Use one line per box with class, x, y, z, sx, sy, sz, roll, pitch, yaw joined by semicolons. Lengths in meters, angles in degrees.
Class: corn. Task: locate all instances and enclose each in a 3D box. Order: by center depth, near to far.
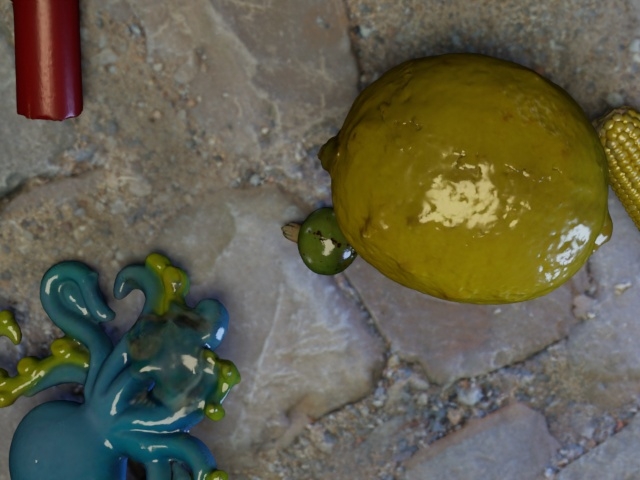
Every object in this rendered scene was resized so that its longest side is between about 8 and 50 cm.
corn;0.365;-0.034;1.763;0.081;0.081;0.248;-33;104;14

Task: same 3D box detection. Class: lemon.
lemon;0.151;-0.061;1.683;0.284;0.260;0.261;19;111;19

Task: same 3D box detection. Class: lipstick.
lipstick;-0.283;-0.264;1.740;0.073;0.073;0.280;3;110;4

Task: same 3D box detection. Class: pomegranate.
pomegranate;0.002;0.003;1.817;0.084;0.073;0.073;-13;112;48

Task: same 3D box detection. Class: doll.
doll;-0.229;0.188;1.841;0.341;0.099;0.346;-40;71;2

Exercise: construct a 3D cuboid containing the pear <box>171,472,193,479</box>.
pear;-0.170;0.368;1.890;0.187;0.187;0.220;10;114;1
